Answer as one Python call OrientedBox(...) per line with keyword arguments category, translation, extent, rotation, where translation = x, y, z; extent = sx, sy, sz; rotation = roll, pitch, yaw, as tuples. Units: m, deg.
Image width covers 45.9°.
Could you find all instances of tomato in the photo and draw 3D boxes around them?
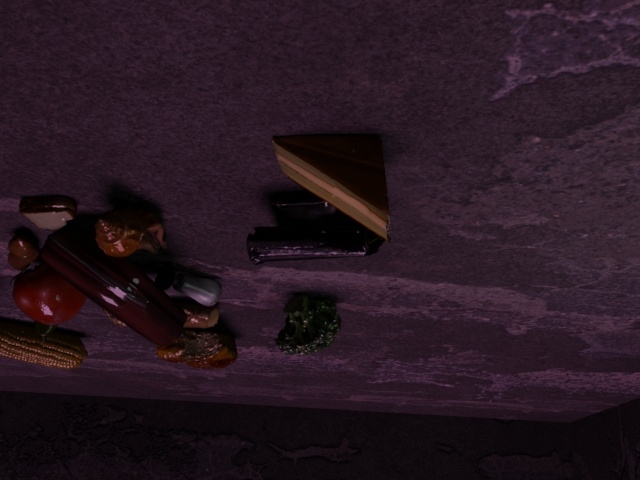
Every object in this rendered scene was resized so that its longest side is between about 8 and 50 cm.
OrientedBox(category="tomato", translation=(-0.622, 0.122, 1.742), extent=(0.168, 0.167, 0.167), rotation=(2, 158, 1))

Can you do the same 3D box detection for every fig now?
OrientedBox(category="fig", translation=(-0.661, 0.164, 1.851), extent=(0.117, 0.177, 0.117), rotation=(-4, 141, -3))

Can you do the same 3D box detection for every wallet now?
OrientedBox(category="wallet", translation=(0.000, 0.000, 1.432), extent=(0.221, 0.071, 0.262), rotation=(-5, 180, 12))

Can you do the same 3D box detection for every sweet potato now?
OrientedBox(category="sweet potato", translation=(-0.657, 0.029, 1.673), extent=(0.065, 0.051, 0.218), rotation=(7, 159, -21))

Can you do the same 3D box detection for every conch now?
OrientedBox(category="conch", translation=(-0.370, -0.017, 1.481), extent=(0.093, 0.109, 0.330), rotation=(35, 178, 5))

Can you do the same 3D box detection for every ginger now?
OrientedBox(category="ginger", translation=(-0.382, 0.201, 2.052), extent=(0.214, 0.074, 0.137), rotation=(4, 159, 14))

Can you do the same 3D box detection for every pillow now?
OrientedBox(category="pillow", translation=(-0.015, -0.055, 1.376), extent=(0.136, 0.055, 0.091), rotation=(-6, -171, 28))

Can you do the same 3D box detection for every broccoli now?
OrientedBox(category="broccoli", translation=(-0.034, 0.223, 1.953), extent=(0.196, 0.195, 0.156), rotation=(-9, 136, 27))

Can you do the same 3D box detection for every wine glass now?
OrientedBox(category="wine glass", translation=(-0.313, 0.106, 1.805), extent=(0.072, 0.072, 0.155), rotation=(-15, 153, 37))

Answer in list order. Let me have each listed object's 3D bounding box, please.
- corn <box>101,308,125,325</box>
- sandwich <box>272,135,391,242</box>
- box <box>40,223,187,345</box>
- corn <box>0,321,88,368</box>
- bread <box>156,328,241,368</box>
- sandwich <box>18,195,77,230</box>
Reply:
OrientedBox(category="corn", translation=(-0.526, 0.172, 1.972), extent=(0.086, 0.086, 0.253), rotation=(5, 159, -5))
OrientedBox(category="sandwich", translation=(0.018, -0.081, 1.198), extent=(0.188, 0.144, 0.117), rotation=(0, 156, 6))
OrientedBox(category="box", translation=(-0.439, 0.104, 1.642), extent=(0.263, 0.108, 0.404), rotation=(30, 165, 21))
OrientedBox(category="corn", translation=(-0.899, 0.322, 2.349), extent=(0.363, 0.120, 0.120), rotation=(20, 152, -37))
OrientedBox(category="bread", translation=(-0.352, 0.318, 2.221), extent=(0.185, 0.109, 0.380), rotation=(3, 168, 7))
OrientedBox(category="sandwich", translation=(-0.517, -0.053, 1.469), extent=(0.105, 0.035, 0.093), rotation=(-4, 157, 14))
